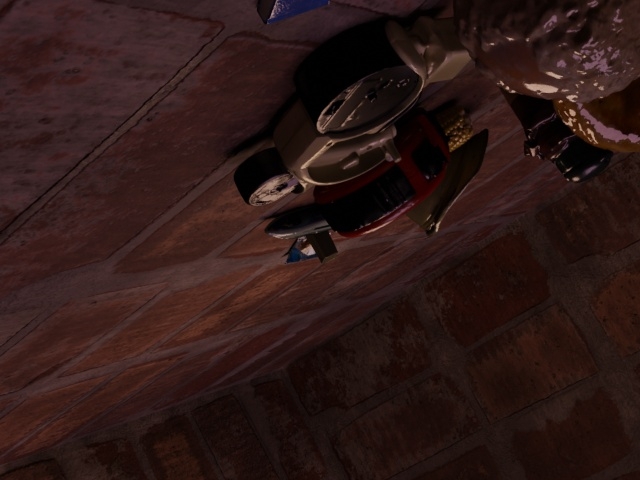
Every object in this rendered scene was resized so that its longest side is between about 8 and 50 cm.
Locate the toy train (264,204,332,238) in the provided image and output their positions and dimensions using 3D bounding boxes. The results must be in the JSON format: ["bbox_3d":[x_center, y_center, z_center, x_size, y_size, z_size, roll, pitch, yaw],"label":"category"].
[{"bbox_3d":[-0.021,-0.043,2.027,0.048,0.055,0.252,-37,166,37],"label":"toy train"}]

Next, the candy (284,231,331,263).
[{"bbox_3d":[-0.030,0.015,2.307,0.088,0.038,0.136,-8,153,-23],"label":"candy"}]

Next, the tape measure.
[{"bbox_3d":[0.109,-0.116,1.716,0.253,0.114,0.260,-31,-166,17],"label":"tape measure"}]

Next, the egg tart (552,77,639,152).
[{"bbox_3d":[0.532,-0.348,1.535,0.443,0.178,0.443,-13,129,-16],"label":"egg tart"}]

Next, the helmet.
[{"bbox_3d":[0.221,-0.141,1.989,0.204,0.137,0.258,-72,-172,-50],"label":"helmet"}]

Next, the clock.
[{"bbox_3d":[0.046,-0.183,1.462,0.276,0.120,0.379,-16,163,-34],"label":"clock"}]

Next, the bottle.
[{"bbox_3d":[0.395,-0.223,1.690,0.143,0.271,0.156,-15,163,-46],"label":"bottle"}]

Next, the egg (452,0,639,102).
[{"bbox_3d":[0.307,-0.301,1.216,0.310,0.279,0.279,-20,165,-29],"label":"egg"}]

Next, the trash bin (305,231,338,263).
[{"bbox_3d":[0.000,0.000,2.162,0.043,0.092,0.061,-23,167,-14],"label":"trash bin"}]

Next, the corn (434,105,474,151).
[{"bbox_3d":[0.181,-0.171,1.887,0.248,0.081,0.081,-32,168,18],"label":"corn"}]

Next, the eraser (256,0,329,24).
[{"bbox_3d":[-0.024,-0.278,1.098,0.084,0.027,0.063,-24,166,-22],"label":"eraser"}]
